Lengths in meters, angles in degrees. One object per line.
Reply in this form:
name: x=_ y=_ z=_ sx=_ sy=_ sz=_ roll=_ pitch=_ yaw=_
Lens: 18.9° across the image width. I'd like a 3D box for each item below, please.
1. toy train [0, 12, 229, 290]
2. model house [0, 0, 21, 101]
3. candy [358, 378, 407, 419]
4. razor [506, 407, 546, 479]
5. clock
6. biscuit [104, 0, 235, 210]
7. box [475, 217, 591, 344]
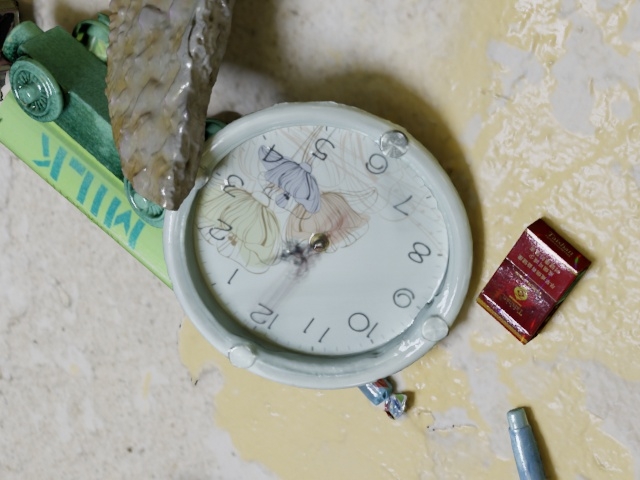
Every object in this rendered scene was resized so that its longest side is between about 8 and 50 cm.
toy train: x=-0.168 y=-0.065 z=1.565 sx=0.253 sy=0.105 sz=0.157 roll=40 pitch=139 yaw=14
model house: x=-0.276 y=-0.160 z=1.623 sx=0.058 sy=0.057 sz=0.083 roll=-132 pitch=33 yaw=-64
candy: x=0.038 y=0.108 z=1.530 sx=0.083 sy=0.020 sz=0.030 roll=48 pitch=129 yaw=12
razor: x=0.164 y=0.193 z=1.467 sx=0.068 sy=0.040 sz=0.135 roll=-12 pitch=97 yaw=38
clock: x=0.000 y=0.000 z=1.461 sx=0.236 sy=0.053 sz=0.236 roll=3 pitch=115 yaw=7
biscuit: x=-0.115 y=-0.166 z=1.453 sx=0.141 sy=0.038 sz=0.289 roll=6 pitch=84 yaw=50
box: x=0.155 y=0.031 z=1.409 sx=0.051 sy=0.023 sz=0.082 roll=43 pitch=128 yaw=15
